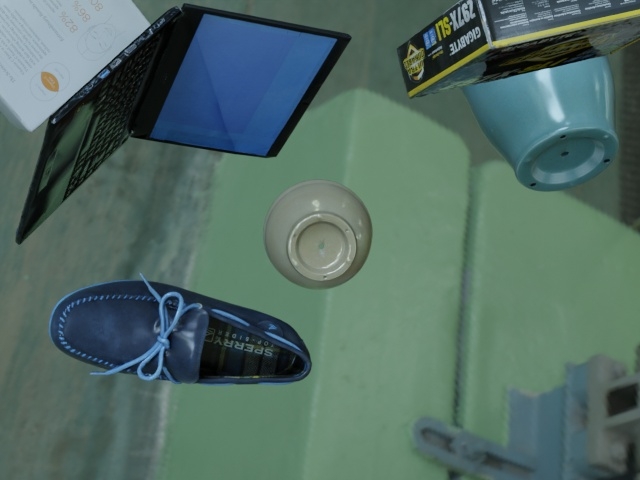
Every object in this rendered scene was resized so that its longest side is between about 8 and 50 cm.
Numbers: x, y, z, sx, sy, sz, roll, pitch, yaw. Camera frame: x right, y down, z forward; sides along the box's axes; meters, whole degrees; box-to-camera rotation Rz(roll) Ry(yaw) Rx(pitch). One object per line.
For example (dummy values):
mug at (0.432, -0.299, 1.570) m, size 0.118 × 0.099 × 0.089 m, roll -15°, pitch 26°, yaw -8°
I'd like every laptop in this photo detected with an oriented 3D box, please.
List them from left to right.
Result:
laptop at (-0.132, -0.092, 1.124) m, size 0.136 × 0.234 × 0.264 m, roll 39°, pitch 57°, yaw 1°

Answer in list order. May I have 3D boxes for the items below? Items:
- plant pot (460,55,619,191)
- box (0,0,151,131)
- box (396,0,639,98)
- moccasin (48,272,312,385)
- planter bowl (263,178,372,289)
plant pot at (0.396, -0.236, 2.135) m, size 0.271 × 0.271 × 0.255 m, roll 10°, pitch 50°, yaw -33°
box at (-0.287, -0.217, 1.272) m, size 0.170 × 0.091 × 0.130 m, roll -43°, pitch 113°, yaw -13°
box at (0.288, -0.270, 1.538) m, size 0.322 × 0.257 × 0.079 m, roll -15°, pitch 89°, yaw -19°
moccasin at (-0.167, 0.117, 1.561) m, size 0.342 × 0.117 × 0.138 m, roll 5°, pitch 98°, yaw -23°
planter bowl at (0.000, 0.000, 1.752) m, size 0.162 × 0.109 × 0.162 m, roll -1°, pitch 101°, yaw -4°
